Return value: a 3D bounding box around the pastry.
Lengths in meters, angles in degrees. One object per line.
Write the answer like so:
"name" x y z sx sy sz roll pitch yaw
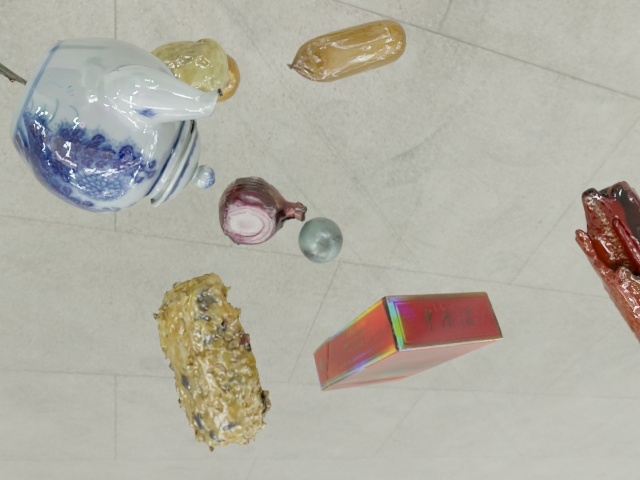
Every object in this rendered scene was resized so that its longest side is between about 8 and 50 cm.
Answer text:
"pastry" -0.084 0.097 0.330 0.079 0.056 0.140 -17 99 38

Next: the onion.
"onion" -0.132 -0.078 0.965 0.198 0.136 0.173 -7 146 -6

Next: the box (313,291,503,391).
"box" 0.074 0.103 0.417 0.112 0.048 0.175 1 151 -24

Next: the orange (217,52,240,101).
"orange" -0.331 -0.521 1.329 0.154 0.134 0.155 -43 157 -24

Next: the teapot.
"teapot" -0.289 -0.153 0.645 0.279 0.253 0.423 26 154 -32

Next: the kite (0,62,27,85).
"kite" -0.743 -0.396 0.861 0.016 0.234 0.321 -52 154 8

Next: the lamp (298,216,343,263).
"lamp" 0.000 0.000 0.948 0.105 0.105 0.105 -5 130 -6

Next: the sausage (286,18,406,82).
"sausage" 0.059 -0.457 1.027 0.327 0.112 0.112 -23 133 -18

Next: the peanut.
"peanut" -0.325 -0.312 0.882 0.305 0.147 0.147 -46 126 -1

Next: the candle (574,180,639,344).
"candle" 0.361 0.078 0.445 0.084 0.302 0.059 -26 172 3
